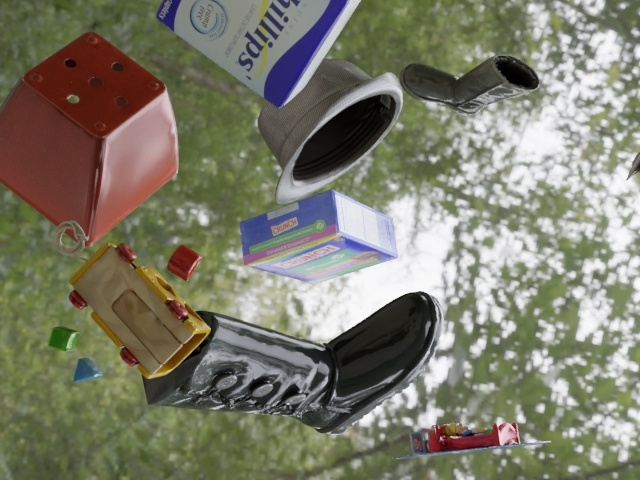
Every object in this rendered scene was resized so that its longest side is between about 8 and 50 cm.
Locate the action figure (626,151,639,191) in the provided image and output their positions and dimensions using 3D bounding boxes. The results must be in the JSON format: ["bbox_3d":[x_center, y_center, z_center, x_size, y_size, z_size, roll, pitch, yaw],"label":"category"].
[{"bbox_3d":[0.492,-0.069,1.256,0.185,0.285,0.099,-41,-157,5],"label":"action figure"}]

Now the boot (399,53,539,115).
[{"bbox_3d":[0.262,-0.288,1.831,0.208,0.190,0.076,178,-75,-73],"label":"boot"}]

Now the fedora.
[{"bbox_3d":[-0.001,-0.190,1.592,0.124,0.275,0.243,47,-30,17],"label":"fedora"}]

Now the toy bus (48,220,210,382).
[{"bbox_3d":[-0.237,0.081,1.312,0.104,0.191,0.202,22,70,-79],"label":"toy bus"}]

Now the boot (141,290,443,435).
[{"bbox_3d":[-0.043,0.185,1.794,0.367,0.445,0.146,-50,-139,21],"label":"boot"}]

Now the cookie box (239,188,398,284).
[{"bbox_3d":[0.000,0.000,0.848,0.092,0.107,0.040,-18,-110,27],"label":"cookie box"}]

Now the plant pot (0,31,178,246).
[{"bbox_3d":[-0.411,-0.203,1.805,0.267,0.267,0.236,-47,170,-38],"label":"plant pot"}]

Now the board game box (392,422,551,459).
[{"bbox_3d":[0.159,0.208,1.086,0.133,0.169,0.033,111,-26,-75],"label":"board game box"}]

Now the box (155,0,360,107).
[{"bbox_3d":[-0.047,-0.207,0.864,0.126,0.137,0.072,-54,-179,33],"label":"box"}]
